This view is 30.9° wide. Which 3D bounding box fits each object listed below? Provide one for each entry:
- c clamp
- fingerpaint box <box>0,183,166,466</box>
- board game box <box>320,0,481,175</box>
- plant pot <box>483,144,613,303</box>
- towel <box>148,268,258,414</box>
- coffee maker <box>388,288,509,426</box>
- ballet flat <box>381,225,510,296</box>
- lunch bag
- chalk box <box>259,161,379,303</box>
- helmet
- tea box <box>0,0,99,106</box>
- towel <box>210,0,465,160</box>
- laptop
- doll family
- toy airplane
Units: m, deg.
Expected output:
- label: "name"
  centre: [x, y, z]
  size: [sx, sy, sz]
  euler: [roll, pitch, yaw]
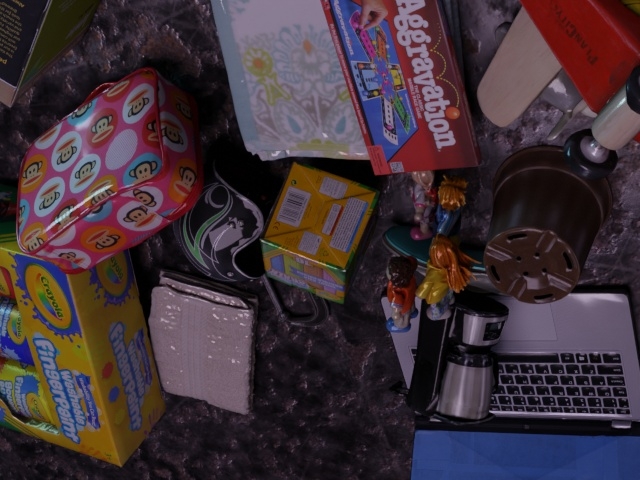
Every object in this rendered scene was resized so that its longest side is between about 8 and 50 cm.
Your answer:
- label: "c clamp"
  centre: [-0.061, 0.079, 1.862]
  size: [0.137, 0.022, 0.161]
  euler: [-16, 117, 26]
- label: "fingerpaint box"
  centre: [-0.489, 0.136, 1.963]
  size: [0.371, 0.163, 0.445]
  euler: [13, 131, 23]
- label: "board game box"
  centre: [0.102, -0.208, 1.447]
  size: [0.145, 0.027, 0.281]
  euler: [-5, 126, 22]
- label: "plant pot"
  centre: [0.294, -0.014, 1.538]
  size: [0.167, 0.165, 0.167]
  euler: [11, 129, 15]
- label: "towel"
  centre: [-0.199, 0.180, 1.979]
  size: [0.187, 0.049, 0.282]
  euler: [15, 131, 13]
- label: "coffee maker"
  centre: [0.182, 0.163, 1.693]
  size: [0.171, 0.120, 0.178]
  euler: [11, 101, 23]
- label: "ballet flat"
  centre: [0.189, 0.038, 1.688]
  size: [0.213, 0.072, 0.068]
  euler: [15, 134, 11]
- label: "lunch bag"
  centre: [-0.309, -0.113, 1.671]
  size: [0.293, 0.258, 0.120]
  euler: [-27, 143, 25]
- label: "chalk box"
  centre: [0.000, 0.000, 1.672]
  size: [0.132, 0.132, 0.213]
  euler: [20, 163, 8]
- label: "helmet"
  centre: [-0.137, -0.024, 1.717]
  size: [0.169, 0.169, 0.161]
  euler: [31, 115, -3]
- label: "tea box"
  centre: [-0.446, -0.415, 1.501]
  size: [0.329, 0.220, 0.323]
  euler: [33, 131, -4]
- label: "towel"
  centre: [0.025, -0.269, 1.508]
  size: [0.320, 0.090, 0.374]
  euler: [2, 127, 18]
- label: "laptop"
  centre: [0.285, 0.301, 1.743]
  size: [0.382, 0.236, 0.408]
  euler: [-2, 125, 24]
- label: "doll family"
  centre: [0.162, -0.001, 1.553]
  size: [0.118, 0.263, 0.163]
  euler: [8, 145, 10]
- label: "toy airplane"
  centre: [0.317, -0.279, 1.289]
  size: [0.386, 0.272, 0.384]
  euler: [22, 126, 51]
